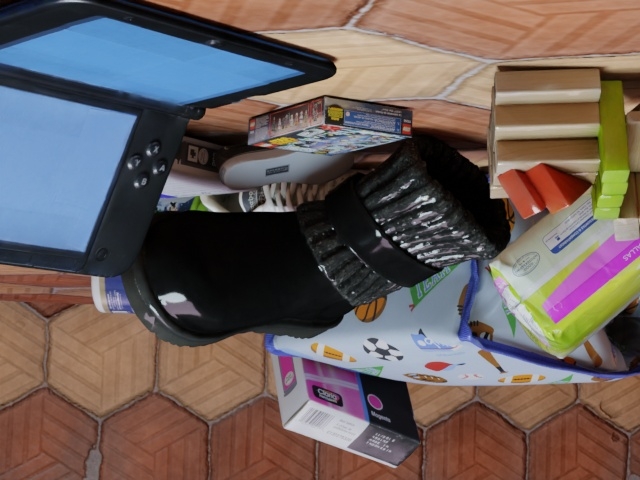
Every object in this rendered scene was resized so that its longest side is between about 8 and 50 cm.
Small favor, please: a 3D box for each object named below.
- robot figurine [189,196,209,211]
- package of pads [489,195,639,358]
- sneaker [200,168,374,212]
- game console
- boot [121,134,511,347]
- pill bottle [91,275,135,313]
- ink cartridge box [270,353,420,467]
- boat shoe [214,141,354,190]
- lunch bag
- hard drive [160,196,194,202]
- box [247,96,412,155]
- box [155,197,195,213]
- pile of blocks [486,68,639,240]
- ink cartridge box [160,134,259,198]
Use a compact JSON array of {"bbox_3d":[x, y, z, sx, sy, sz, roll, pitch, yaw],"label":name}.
[{"bbox_3d":[-0.101,-0.019,2.003,0.115,0.067,0.101,29,-169,32],"label":"robot figurine"},{"bbox_3d":[0.281,0.010,1.665,0.229,0.101,0.296,-40,167,4],"label":"package of pads"},{"bbox_3d":[-0.020,-0.040,1.861,0.235,0.090,0.095,-5,162,33],"label":"sneaker"},{"bbox_3d":[-0.171,-0.070,1.301,0.173,0.250,0.293,31,-166,40],"label":"game console"},{"bbox_3d":[-0.001,-0.004,1.635,0.260,0.131,0.348,-26,165,32],"label":"boot"},{"bbox_3d":[-0.200,0.047,2.179,0.169,0.094,0.094,1,173,7],"label":"pill bottle"},{"bbox_3d":[0.013,0.110,2.184,0.175,0.371,0.069,23,123,-30],"label":"ink cartridge box"},{"bbox_3d":[-0.036,-0.082,1.679,0.142,0.049,0.040,-7,-138,-24],"label":"boat shoe"},{"bbox_3d":[0.186,0.062,2.022,0.385,0.239,0.328,20,164,-41],"label":"lunch bag"},{"bbox_3d":[-0.210,-0.063,1.945,0.135,0.022,0.094,3,173,-17],"label":"hard drive"},{"bbox_3d":[0.007,-0.102,1.548,0.094,0.027,0.137,7,172,-30],"label":"box"},{"bbox_3d":[-0.161,-0.021,2.189,0.159,0.044,0.233,8,171,-43],"label":"box"},{"bbox_3d":[0.297,-0.045,1.394,0.362,0.113,0.149,10,152,-20],"label":"pile of blocks"},{"bbox_3d":[-0.200,-0.076,1.727,0.206,0.045,0.208,-3,173,34],"label":"ink cartridge box"}]
